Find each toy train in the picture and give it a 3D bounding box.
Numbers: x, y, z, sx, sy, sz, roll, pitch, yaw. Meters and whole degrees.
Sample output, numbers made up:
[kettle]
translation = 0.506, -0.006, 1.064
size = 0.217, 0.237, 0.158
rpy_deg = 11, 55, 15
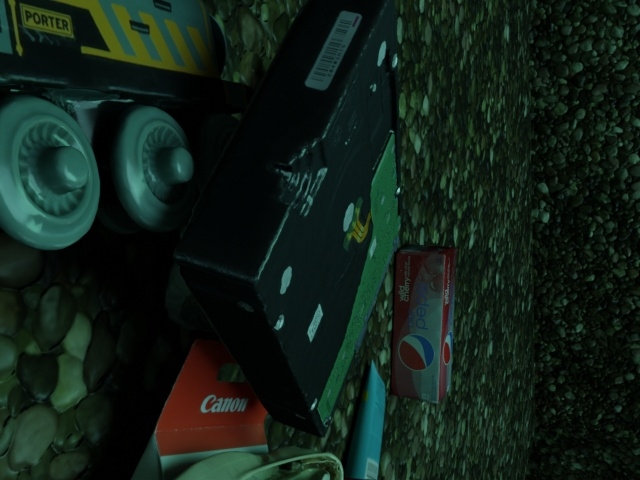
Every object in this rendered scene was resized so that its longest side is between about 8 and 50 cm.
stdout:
[toy train]
translation = -0.151, -0.093, 0.451
size = 0.334, 0.142, 0.190
rpy_deg = -15, 99, -65

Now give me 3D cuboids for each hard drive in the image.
[hard drive]
translation = 0.000, 0.000, 0.585
size = 0.339, 0.064, 0.237
rpy_deg = 75, 35, -61

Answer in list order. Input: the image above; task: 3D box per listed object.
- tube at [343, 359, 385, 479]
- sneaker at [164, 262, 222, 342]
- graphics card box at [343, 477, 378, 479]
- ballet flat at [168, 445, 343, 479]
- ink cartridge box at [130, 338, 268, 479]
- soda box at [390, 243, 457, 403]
[tube]
translation = 0.074, 0.295, 1.123
size = 0.080, 0.052, 0.207
rpy_deg = 70, 28, -51
[sneaker]
translation = -0.079, 0.039, 0.705
size = 0.232, 0.090, 0.115
rpy_deg = 62, 32, -65
[graphics card box]
translation = 0.050, 0.446, 0.838
size = 0.371, 0.094, 0.233
rpy_deg = -176, -89, -85
[ballet flat]
translation = -0.049, 0.215, 0.602
size = 0.248, 0.086, 0.086
rpy_deg = 9, 86, -65
[ink cartridge box]
translation = -0.093, 0.209, 0.638
size = 0.232, 0.066, 0.189
rpy_deg = -61, 154, 2
[soda box]
translation = 0.181, 0.142, 1.276
size = 0.083, 0.092, 0.263
rpy_deg = -17, 110, -63
